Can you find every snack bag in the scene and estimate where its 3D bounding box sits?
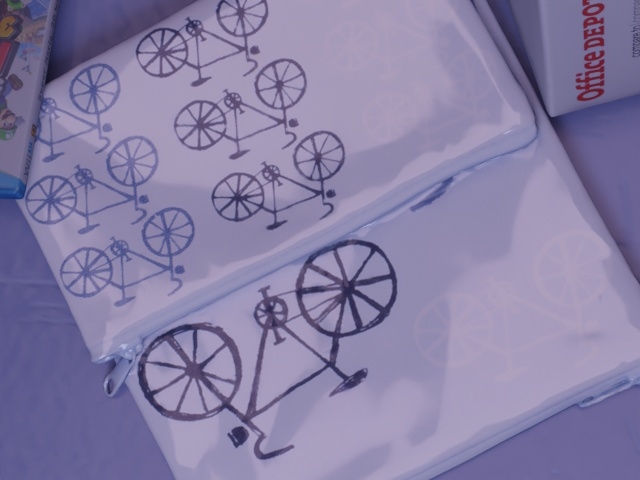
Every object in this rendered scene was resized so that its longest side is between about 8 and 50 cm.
[{"bbox_3d":[0.000,0.000,1.205,0.323,0.037,0.343,-27,80,1],"label":"snack bag"}]

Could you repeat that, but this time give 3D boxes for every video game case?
[{"bbox_3d":[-0.227,-0.109,1.233,0.119,0.015,0.166,3,74,15],"label":"video game case"}]

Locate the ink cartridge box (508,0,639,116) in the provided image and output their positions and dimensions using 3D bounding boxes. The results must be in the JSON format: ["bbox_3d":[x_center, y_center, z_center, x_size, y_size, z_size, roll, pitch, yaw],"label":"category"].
[{"bbox_3d":[0.241,-0.186,1.115,0.278,0.201,0.117,-15,71,4],"label":"ink cartridge box"}]
